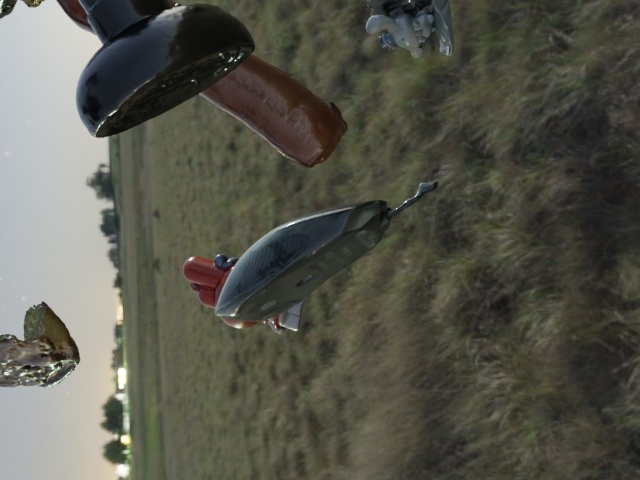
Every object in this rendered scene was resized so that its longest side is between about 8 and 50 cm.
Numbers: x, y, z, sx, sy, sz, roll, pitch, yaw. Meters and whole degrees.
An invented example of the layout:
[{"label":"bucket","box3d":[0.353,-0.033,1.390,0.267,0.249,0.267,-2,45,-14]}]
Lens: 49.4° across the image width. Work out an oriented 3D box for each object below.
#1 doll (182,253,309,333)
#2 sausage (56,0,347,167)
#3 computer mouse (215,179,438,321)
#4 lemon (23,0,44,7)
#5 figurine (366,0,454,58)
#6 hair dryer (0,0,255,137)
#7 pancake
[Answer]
[{"label":"doll","box3d":[-0.171,0.118,1.542,0.130,0.290,0.161,-54,-22,-56]},{"label":"sausage","box3d":[-0.156,-0.230,0.883,0.094,0.419,0.094,-58,-4,4]},{"label":"computer mouse","box3d":[0.000,0.000,1.025,0.090,0.379,0.167,60,-176,18]},{"label":"lemon","box3d":[-0.459,-0.497,1.086,0.188,0.188,0.256,-132,42,-66]},{"label":"figurine","box3d":[0.094,-0.226,0.730,0.094,0.086,0.082,57,-152,-65]},{"label":"hair dryer","box3d":[-0.221,-0.232,0.639,0.320,0.156,0.284,56,158,1]},{"label":"pancake","box3d":[-0.442,0.171,1.034,0.212,0.257,0.056,47,-146,-55]}]
